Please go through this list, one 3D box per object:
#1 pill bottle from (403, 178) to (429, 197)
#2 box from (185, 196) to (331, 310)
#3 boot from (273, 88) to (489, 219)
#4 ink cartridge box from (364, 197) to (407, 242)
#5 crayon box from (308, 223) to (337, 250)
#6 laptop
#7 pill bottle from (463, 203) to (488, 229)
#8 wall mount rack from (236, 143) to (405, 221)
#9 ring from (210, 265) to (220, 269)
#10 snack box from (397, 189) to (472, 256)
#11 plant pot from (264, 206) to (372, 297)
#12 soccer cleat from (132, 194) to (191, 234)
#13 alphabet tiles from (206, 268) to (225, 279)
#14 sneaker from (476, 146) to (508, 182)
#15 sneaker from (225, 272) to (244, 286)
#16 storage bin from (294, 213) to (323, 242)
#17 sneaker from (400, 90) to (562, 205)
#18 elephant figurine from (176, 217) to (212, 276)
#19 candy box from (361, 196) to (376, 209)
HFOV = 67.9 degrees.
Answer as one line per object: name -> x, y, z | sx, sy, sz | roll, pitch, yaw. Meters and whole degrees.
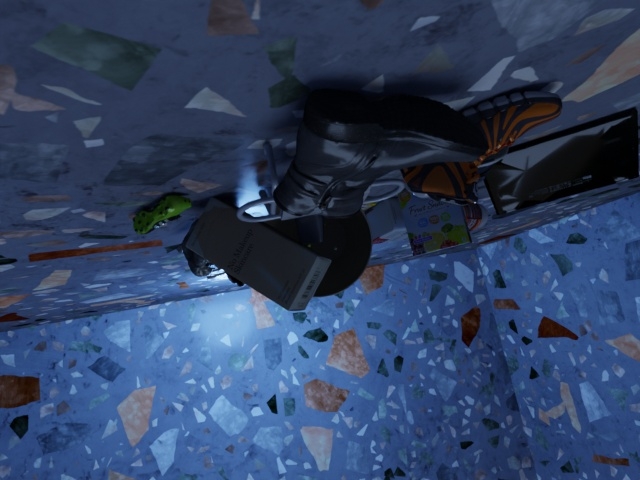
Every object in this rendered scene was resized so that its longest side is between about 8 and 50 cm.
pill bottle -> 0.288, -0.153, 1.254 | 0.087, 0.087, 0.160 | -20, 167, 40
box -> -0.149, 0.032, 1.141 | 0.311, 0.148, 0.121 | 27, -178, 18
boot -> 0.098, -0.133, 0.827 | 0.338, 0.118, 0.222 | 5, 138, -18
ink cartridge box -> 0.306, -0.074, 1.646 | 0.273, 0.114, 0.197 | -7, 168, -24
crayon box -> 0.000, 0.040, 1.654 | 0.323, 0.083, 0.203 | -15, 138, -26
laptop -> 0.684, -0.246, 1.405 | 0.382, 0.236, 0.408 | -17, 141, 24
pill bottle -> 0.536, -0.094, 1.792 | 0.221, 0.121, 0.121 | -2, 166, -45
wall mount rack -> -0.013, -0.117, 1.021 | 0.350, 0.130, 0.304 | -10, 167, -11
ring -> -0.358, 0.099, 2.087 | 0.337, 0.032, 0.336 | -12, 171, -2
snack box -> 0.344, -0.070, 1.438 | 0.175, 0.207, 0.070 | -17, 169, 22
plant pot -> 0.000, 0.000, 1.293 | 0.284, 0.284, 0.191 | -13, -179, 7
soccer cleat -> -0.371, -0.056, 1.107 | 0.179, 0.060, 0.072 | -22, 167, 35
alphabet tiles -> -0.372, 0.137, 2.138 | 0.284, 0.021, 0.278 | -18, 168, 34
sneaker -> 0.326, -0.175, 1.174 | 0.226, 0.086, 0.163 | -12, 168, -6
sneaker -> -0.282, 0.088, 1.723 | 0.106, 0.162, 0.281 | -15, 169, 20
storage bin -> -0.030, -0.055, 1.131 | 0.098, 0.091, 0.135 | -4, -156, 4
sneaker -> 0.318, -0.166, 0.936 | 0.321, 0.180, 0.124 | -15, 170, 17
elephant figurine -> -0.259, 0.022, 1.370 | 0.239, 0.186, 0.169 | -3, 135, -36
candy box -> 0.065, -0.107, 1.430 | 0.206, 0.027, 0.105 | -1, 168, -45
